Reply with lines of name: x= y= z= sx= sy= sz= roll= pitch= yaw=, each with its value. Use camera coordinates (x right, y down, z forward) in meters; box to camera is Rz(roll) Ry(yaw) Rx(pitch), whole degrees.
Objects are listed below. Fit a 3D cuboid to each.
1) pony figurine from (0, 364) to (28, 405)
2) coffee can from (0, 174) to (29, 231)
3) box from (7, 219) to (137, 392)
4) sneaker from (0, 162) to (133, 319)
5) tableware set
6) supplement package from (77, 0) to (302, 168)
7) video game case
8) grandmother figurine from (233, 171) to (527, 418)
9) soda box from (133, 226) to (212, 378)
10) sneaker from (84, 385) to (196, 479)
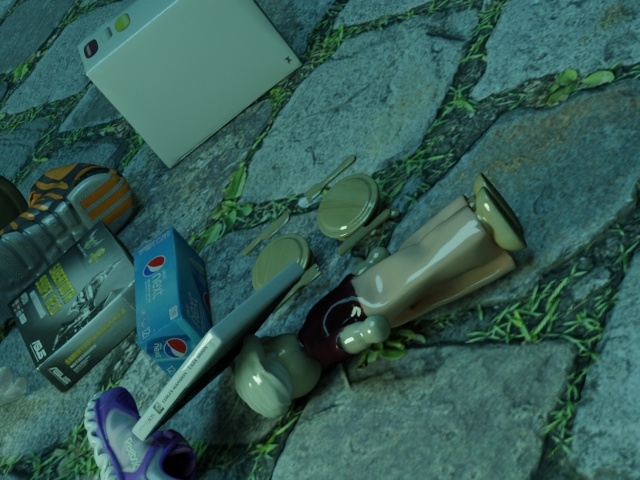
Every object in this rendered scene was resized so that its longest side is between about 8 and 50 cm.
pony figurine: x=-0.602 y=0.245 z=1.723 sx=0.351 sy=0.303 sz=0.363 roll=-15 pitch=53 yaw=51
coffee can: x=-0.615 y=-0.012 z=2.099 sx=0.275 sy=0.201 sz=0.201 roll=1 pitch=50 yaw=49
box: x=-0.325 y=0.085 z=1.787 sx=0.183 sy=0.056 sz=0.231 roll=-43 pitch=30 yaw=-3
sneaker: x=-0.432 y=-0.002 z=1.984 sx=0.321 sy=0.124 sz=0.180 roll=-34 pitch=24 yaw=-11
tableware set: x=0.000 y=0.000 z=1.551 sx=0.194 sy=0.039 sz=0.128 roll=-41 pitch=41 yaw=11
supplement package: x=-0.201 y=-0.283 z=1.985 sx=0.262 sy=0.204 sz=0.145 roll=-38 pitch=30 yaw=4
video game case: x=-0.107 y=0.115 z=1.392 sx=0.173 sy=0.022 sz=0.190 roll=-51 pitch=-6 yaw=32
grandmother figurine: x=0.051 y=0.070 z=1.349 sx=0.342 sy=0.104 sz=0.208 roll=-36 pitch=3 yaw=13
soda box: x=-0.184 y=0.074 z=1.624 sx=0.067 sy=0.071 sz=0.210 roll=-33 pitch=31 yaw=11
sneaker: x=-0.185 y=0.235 z=1.405 sx=0.105 sy=0.095 sz=0.236 roll=-31 pitch=35 yaw=3
